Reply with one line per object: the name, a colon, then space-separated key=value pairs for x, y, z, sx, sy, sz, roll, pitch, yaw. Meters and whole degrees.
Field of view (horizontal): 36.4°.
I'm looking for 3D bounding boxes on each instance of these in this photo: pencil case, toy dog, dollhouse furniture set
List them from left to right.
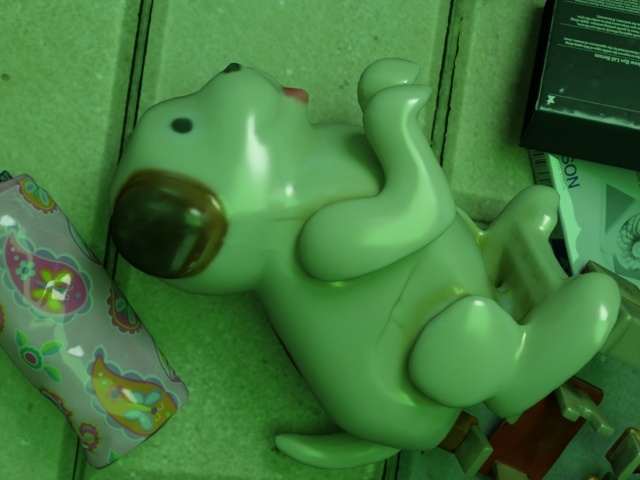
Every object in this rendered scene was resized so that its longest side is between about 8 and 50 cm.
pencil case: x=-0.246 y=0.073 z=0.915 sx=0.124 sy=0.124 sz=0.284 roll=-38 pitch=100 yaw=-12
toy dog: x=0.000 y=0.000 z=0.929 sx=0.408 sy=0.284 sz=0.395 roll=33 pitch=119 yaw=-16
dollhouse furniture set: x=0.265 y=0.165 z=1.053 sx=0.262 sy=0.135 sz=0.259 roll=28 pitch=108 yaw=-15

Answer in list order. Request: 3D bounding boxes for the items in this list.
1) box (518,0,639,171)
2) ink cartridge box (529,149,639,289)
box: x=0.359 y=-0.170 z=1.025 sx=0.261 sy=0.103 sz=0.184 roll=13 pitch=70 yaw=4
ink cartridge box: x=0.363 y=-0.049 z=1.118 sx=0.224 sy=0.045 sz=0.223 roll=-17 pitch=96 yaw=-15
